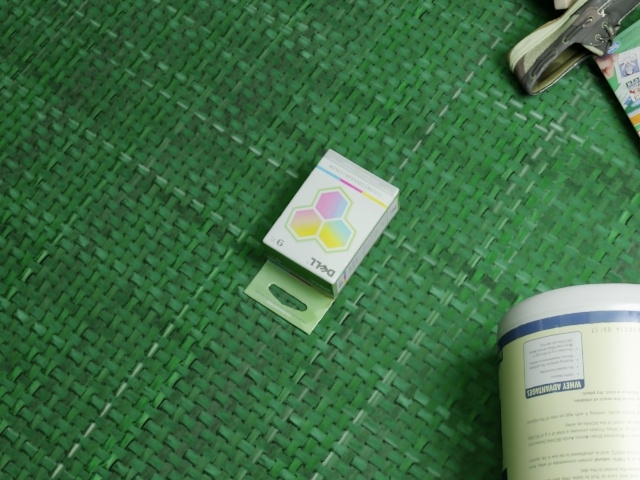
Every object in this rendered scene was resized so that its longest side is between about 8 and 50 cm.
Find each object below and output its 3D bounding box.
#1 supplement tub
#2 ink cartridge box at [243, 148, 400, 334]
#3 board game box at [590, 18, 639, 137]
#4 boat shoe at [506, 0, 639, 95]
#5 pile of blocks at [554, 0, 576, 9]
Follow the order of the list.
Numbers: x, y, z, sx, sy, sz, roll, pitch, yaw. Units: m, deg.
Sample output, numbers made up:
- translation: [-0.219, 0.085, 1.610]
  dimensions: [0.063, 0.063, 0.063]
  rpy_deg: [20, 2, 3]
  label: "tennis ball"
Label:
- translation: [0.315, 0.232, 1.369]
  dimensions: [0.235, 0.235, 0.325]
  rpy_deg: [-1, 67, 5]
  label: "supplement tub"
- translation: [0.000, 0.000, 1.587]
  dimensions: [0.109, 0.062, 0.209]
  rpy_deg: [31, 74, 16]
  label: "ink cartridge box"
- translation: [0.521, -0.236, 1.560]
  dimensions: [0.317, 0.046, 0.213]
  rpy_deg: [-35, 65, 26]
  label: "board game box"
- translation: [0.345, -0.267, 1.620]
  dimensions: [0.223, 0.080, 0.073]
  rpy_deg: [-34, 63, 25]
  label: "boat shoe"
- translation: [0.395, -0.438, 1.726]
  dimensions: [0.362, 0.149, 0.112]
  rpy_deg: [-44, 27, -22]
  label: "pile of blocks"
